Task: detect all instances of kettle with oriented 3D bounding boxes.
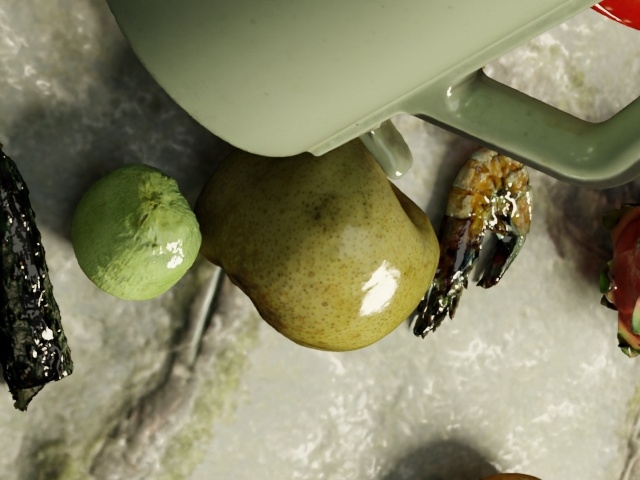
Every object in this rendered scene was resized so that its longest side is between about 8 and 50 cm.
[{"bbox_3d":[0.102,-0.189,1.154,0.361,0.377,0.250,59,34,-10],"label":"kettle"}]

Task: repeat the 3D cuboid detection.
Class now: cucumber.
[{"bbox_3d":[-0.200,0.023,1.267,0.053,0.053,0.181,-21,110,-28],"label":"cucumber"}]

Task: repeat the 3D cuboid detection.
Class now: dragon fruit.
[{"bbox_3d":[0.311,0.021,1.568,0.236,0.135,0.137,-19,114,-52],"label":"dragon fruit"}]

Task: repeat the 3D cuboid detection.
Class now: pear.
[{"bbox_3d":[0.000,0.000,1.331,0.136,0.167,0.167,-40,122,-1],"label":"pear"}]

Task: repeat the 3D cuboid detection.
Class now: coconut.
[{"bbox_3d":[-0.123,-0.004,1.290,0.088,0.096,0.088,12,63,-26],"label":"coconut"}]

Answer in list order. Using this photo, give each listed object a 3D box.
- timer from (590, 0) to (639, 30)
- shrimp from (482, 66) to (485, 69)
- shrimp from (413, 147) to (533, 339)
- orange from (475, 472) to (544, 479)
[{"bbox_3d":[0.283,-0.327,1.362,0.378,0.279,0.378,-10,108,-32],"label":"timer"},{"bbox_3d":[0.075,-0.239,1.381,0.154,0.062,0.294,-28,115,-34],"label":"shrimp"},{"bbox_3d":[0.121,0.007,1.485,0.091,0.034,0.161,26,86,-36],"label":"shrimp"},{"bbox_3d":[0.147,0.258,1.504,0.155,0.134,0.154,-15,115,-35],"label":"orange"}]
